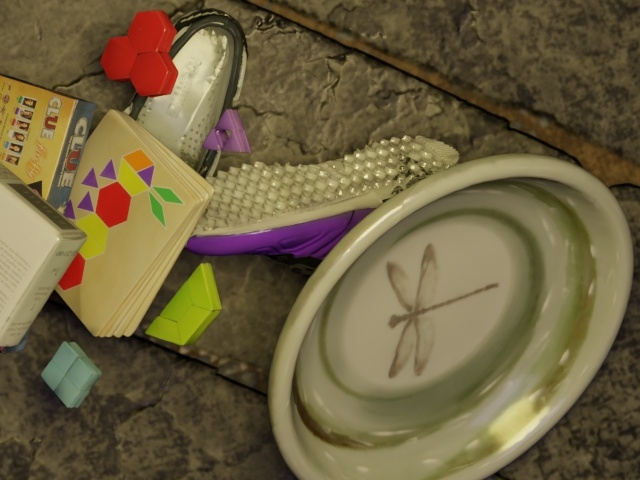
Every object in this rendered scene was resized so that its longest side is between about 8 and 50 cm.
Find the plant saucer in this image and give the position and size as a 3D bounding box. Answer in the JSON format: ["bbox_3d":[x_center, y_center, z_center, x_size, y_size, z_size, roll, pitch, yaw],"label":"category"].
[{"bbox_3d":[0.112,0.073,1.806,0.400,0.100,0.401,-18,131,-22],"label":"plant saucer"}]

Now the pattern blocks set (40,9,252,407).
[{"bbox_3d":[-0.188,-0.019,1.745,0.325,0.026,0.285,-44,67,22],"label":"pattern blocks set"}]

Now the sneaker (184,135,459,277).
[{"bbox_3d":[0.001,0.000,1.809,0.293,0.102,0.146,-11,122,-22],"label":"sneaker"}]

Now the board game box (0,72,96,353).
[{"bbox_3d":[-0.320,-0.035,1.760,0.165,0.042,0.243,19,94,19],"label":"board game box"}]

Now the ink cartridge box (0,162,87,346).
[{"bbox_3d":[-0.382,0.011,1.726,0.275,0.060,0.239,38,103,16],"label":"ink cartridge box"}]

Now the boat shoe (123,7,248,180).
[{"bbox_3d":[-0.157,-0.080,1.795,0.114,0.091,0.303,18,93,-11],"label":"boat shoe"}]
